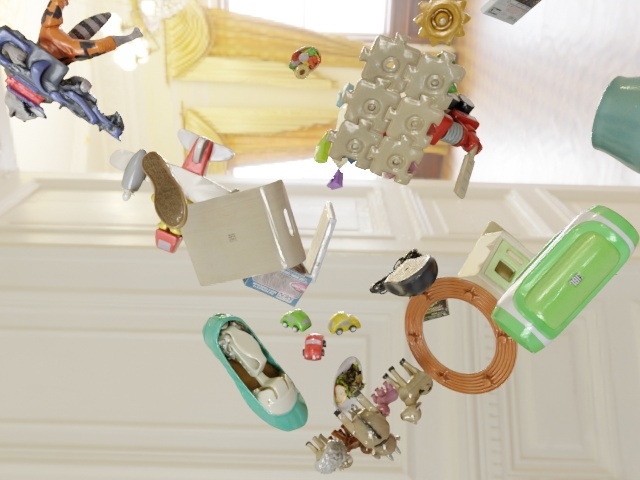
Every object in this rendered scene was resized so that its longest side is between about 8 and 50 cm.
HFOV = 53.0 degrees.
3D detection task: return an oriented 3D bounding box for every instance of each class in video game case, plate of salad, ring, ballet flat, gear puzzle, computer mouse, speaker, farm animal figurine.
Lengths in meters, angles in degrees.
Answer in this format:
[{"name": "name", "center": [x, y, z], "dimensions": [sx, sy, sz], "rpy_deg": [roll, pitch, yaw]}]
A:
[{"name": "video game case", "center": [0.583, -0.711, 1.875], "dimensions": [0.173, 0.190, 0.022], "rpy_deg": [-38, 68, 39]}, {"name": "plate of salad", "center": [0.102, 0.500, 2.208], "dimensions": [0.200, 0.048, 0.199], "rpy_deg": [-10, -77, -55]}, {"name": "ring", "center": [0.366, 0.262, 1.732], "dimensions": [0.032, 0.337, 0.336], "rpy_deg": [-23, -59, -48]}, {"name": "ballet flat", "center": [-0.101, 0.220, 1.053], "dimensions": [0.247, 0.083, 0.087], "rpy_deg": [51, 155, -5]}, {"name": "gear puzzle", "center": [0.138, -0.260, 1.078], "dimensions": [0.044, 0.176, 0.338], "rpy_deg": [-81, 13, -54]}, {"name": "computer mouse", "center": [0.251, 0.100, 1.746], "dimensions": [0.072, 0.188, 0.272], "rpy_deg": [50, 169, -6]}, {"name": "speaker", "center": [0.469, 0.073, 1.236], "dimensions": [0.296, 0.131, 0.131], "rpy_deg": [-47, 0, 0]}, {"name": "video game case", "center": [0.000, 0.000, 1.978], "dimensions": [0.227, 0.026, 0.206], "rpy_deg": [-100, 28, -73]}, {"name": "farm animal figurine", "center": [0.157, 0.476, 1.671], "dimensions": [0.330, 0.172, 0.327], "rpy_deg": [-50, -22, 7]}]

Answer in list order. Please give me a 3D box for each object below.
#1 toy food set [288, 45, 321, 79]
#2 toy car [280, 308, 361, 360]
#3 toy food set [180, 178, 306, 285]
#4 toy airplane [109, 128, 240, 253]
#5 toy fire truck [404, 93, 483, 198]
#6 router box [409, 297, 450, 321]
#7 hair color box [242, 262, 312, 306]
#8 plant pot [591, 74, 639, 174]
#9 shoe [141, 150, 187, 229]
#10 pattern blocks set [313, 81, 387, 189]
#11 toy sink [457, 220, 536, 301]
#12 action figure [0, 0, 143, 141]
[{"name": "toy food set", "center": [-0.037, -0.434, 1.553], "dimensions": [0.082, 0.083, 0.020], "rpy_deg": [49, -164, -53]}, {"name": "toy car", "center": [-0.028, 0.247, 1.876], "dimensions": [0.239, 0.225, 0.053], "rpy_deg": [-29, -54, -44]}, {"name": "toy food set", "center": [-0.212, -0.018, 1.651], "dimensions": [0.092, 0.306, 0.219], "rpy_deg": [-51, -54, -70]}, {"name": "toy airplane", "center": [-0.428, -0.156, 2.026], "dimensions": [0.272, 0.386, 0.384], "rpy_deg": [-71, -39, -64]}, {"name": "toy fire truck", "center": [0.313, -0.250, 1.596], "dimensions": [0.158, 0.217, 0.246], "rpy_deg": [-51, 46, 31]}, {"name": "router box", "center": [0.348, 0.207, 2.051], "dimensions": [0.038, 0.123, 0.092], "rpy_deg": [50, -149, -40]}, {"name": "hair color box", "center": [-0.163, 0.041, 1.874], "dimensions": [0.105, 0.174, 0.347], "rpy_deg": [-57, 29, 12]}, {"name": "plant pot", "center": [0.781, -0.264, 1.472], "dimensions": [0.272, 0.255, 0.271], "rpy_deg": [-29, -49, -41]}, {"name": "shoe", "center": [-0.343, -0.111, 1.453], "dimensions": [0.219, 0.077, 0.058], "rpy_deg": [63, -172, 28]}, {"name": "pattern blocks set", "center": [0.079, -0.248, 1.349], "dimensions": [0.285, 0.026, 0.324], "rpy_deg": [-28, 41, 50]}, {"name": "toy sink", "center": [0.569, 0.061, 2.013], "dimensions": [0.234, 0.153, 0.131], "rpy_deg": [-56, 12, -17]}, {"name": "action figure", "center": [-0.547, -0.375, 1.417], "dimensions": [0.330, 0.341, 0.178], "rpy_deg": [-48, 24, -7]}]
